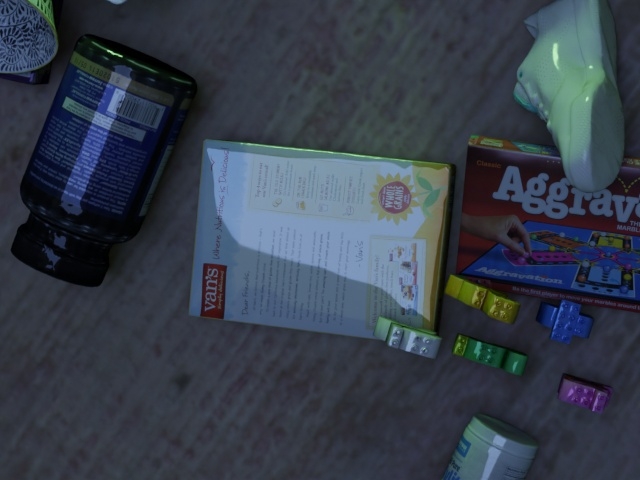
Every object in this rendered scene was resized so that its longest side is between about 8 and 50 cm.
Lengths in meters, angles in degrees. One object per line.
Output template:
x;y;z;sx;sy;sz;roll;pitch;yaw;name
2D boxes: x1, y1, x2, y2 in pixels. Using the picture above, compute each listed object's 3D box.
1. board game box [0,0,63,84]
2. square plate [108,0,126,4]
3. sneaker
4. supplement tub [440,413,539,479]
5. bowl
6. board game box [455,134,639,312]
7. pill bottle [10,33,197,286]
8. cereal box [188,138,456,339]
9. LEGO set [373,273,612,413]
-0.417;-0.288;1.628;0.346;0.056;0.208;13;100;11;board game box
-0.227;-0.445;1.549;0.347;0.049;0.344;33;89;8;square plate
0.214;-0.125;1.456;0.094;0.080;0.212;-13;51;25;sneaker
0.150;0.223;1.524;0.071;0.071;0.107;25;98;10;supplement tub
-0.316;-0.234;1.526;0.170;0.170;0.080;8;64;12;bowl
0.266;-0.007;1.480;0.281;0.027;0.145;8;117;12;board game box
-0.211;-0.073;1.556;0.123;0.123;0.219;25;98;10;pill bottle
0.000;0.000;1.553;0.240;0.047;0.173;7;96;12;cereal box
0.170;0.084;1.471;0.227;0.093;0.087;16;94;-5;LEGO set
